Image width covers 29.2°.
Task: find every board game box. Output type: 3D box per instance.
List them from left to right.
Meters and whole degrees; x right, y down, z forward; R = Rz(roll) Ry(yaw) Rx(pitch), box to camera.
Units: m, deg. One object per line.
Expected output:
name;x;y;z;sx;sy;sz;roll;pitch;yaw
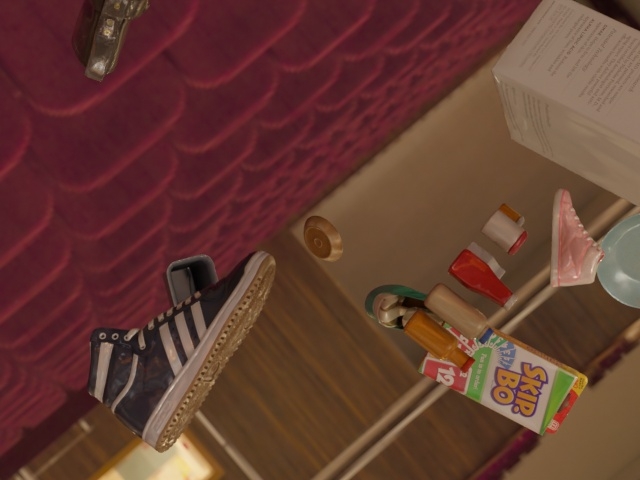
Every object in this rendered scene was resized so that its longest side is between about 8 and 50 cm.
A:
board game box;0.305;0.223;2.054;0.124;0.259;0.039;-63;-178;19

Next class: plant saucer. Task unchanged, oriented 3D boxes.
plant saucer;0.000;0.000;1.999;0.015;0.083;0.083;-33;177;-38
plant saucer;0.574;0.027;2.131;0.195;0.195;0.037;-39;-162;23

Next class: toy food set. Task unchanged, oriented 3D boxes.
toy food set;0.225;0.059;1.666;0.232;0.104;0.111;-49;172;-16

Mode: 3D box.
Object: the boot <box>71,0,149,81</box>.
boot;-0.196;-0.299;1.221;0.263;0.091;0.229;-95;-155;-59

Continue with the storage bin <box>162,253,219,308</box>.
storage bin;-0.217;0.095;2.110;0.098;0.135;0.091;-15;-178;-22

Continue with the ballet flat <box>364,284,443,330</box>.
ballet flat;0.160;0.130;2.247;0.247;0.083;0.087;8;-167;40

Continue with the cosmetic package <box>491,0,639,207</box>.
cosmetic package;0.442;-0.159;1.686;0.156;0.385;0.217;-54;155;-10

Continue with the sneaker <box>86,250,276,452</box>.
sneaker;-0.184;0.109;1.552;0.282;0.153;0.099;-58;164;-5

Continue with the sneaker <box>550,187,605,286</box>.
sneaker;0.337;-0.003;1.612;0.070;0.134;0.051;0;163;15
